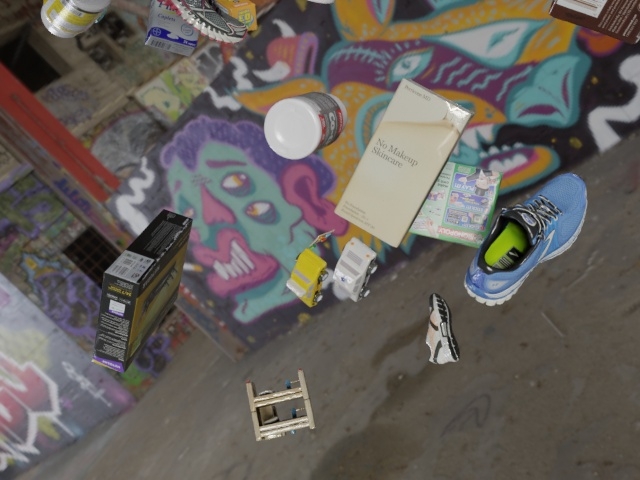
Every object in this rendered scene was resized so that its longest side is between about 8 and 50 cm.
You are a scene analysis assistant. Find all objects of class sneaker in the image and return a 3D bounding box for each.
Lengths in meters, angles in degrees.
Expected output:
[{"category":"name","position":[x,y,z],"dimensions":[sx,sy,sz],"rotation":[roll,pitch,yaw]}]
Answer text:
[{"category":"sneaker","position":[0.415,-0.018,1.339],"dimensions":[0.330,0.129,0.147],"rotation":[-45,-24,-17]},{"category":"sneaker","position":[-0.286,-0.554,1.550],"dimensions":[0.112,0.299,0.121],"rotation":[-48,31,18]},{"category":"sneaker","position":[0.169,0.128,0.999],"dimensions":[0.043,0.040,0.109],"rotation":[-28,52,33]}]

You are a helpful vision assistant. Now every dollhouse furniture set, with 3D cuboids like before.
[{"category":"dollhouse furniture set","position":[-0.083,0.373,1.553],"dimensions":[0.129,0.129,0.184],"rotation":[-13,-15,-1]}]

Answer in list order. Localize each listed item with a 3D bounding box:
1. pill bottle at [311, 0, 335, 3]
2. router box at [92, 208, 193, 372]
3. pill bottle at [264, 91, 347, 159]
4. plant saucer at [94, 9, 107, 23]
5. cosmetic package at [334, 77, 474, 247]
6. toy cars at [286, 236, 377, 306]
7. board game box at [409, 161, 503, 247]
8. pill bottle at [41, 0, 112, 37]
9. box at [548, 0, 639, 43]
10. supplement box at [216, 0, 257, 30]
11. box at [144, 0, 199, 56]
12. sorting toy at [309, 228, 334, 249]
[{"category":"pill bottle","position":[0.005,-0.559,1.390],"dimensions":[0.078,0.078,0.137],"rotation":[-59,-17,-57]},{"category":"router box","position":[-0.394,0.105,1.542],"dimensions":[0.309,0.080,0.243],"rotation":[-67,-4,-60]},{"category":"pill bottle","position":[-0.029,-0.327,1.905],"dimensions":[0.161,0.161,0.283],"rotation":[-39,1,27]},{"category":"plant saucer","position":[-0.606,-0.645,1.848],"dimensions":[0.119,0.021,0.119],"rotation":[25,-90,-85]},{"category":"cosmetic package","position":[0.172,-0.161,1.425],"dimensions":[0.310,0.160,0.113],"rotation":[-64,-9,18]},{"category":"toy cars","position":[0.014,0.105,1.870],"dimensions":[0.087,0.177,0.393],"rotation":[-34,12,-36]},{"category":"board game box","position":[0.319,-0.114,1.888],"dimensions":[0.046,0.317,0.214],"rotation":[8,-85,-78]},{"category":"pill bottle","position":[-0.559,-0.545,1.564],"dimensions":[0.208,0.119,0.119],"rotation":[-10,34,53]},{"category":"box","position":[0.526,-0.493,1.209],"dimensions":[0.169,0.166,0.203],"rotation":[102,-169,-56]},{"category":"supplement box","position":[-0.259,-0.629,1.835],"dimensions":[0.078,0.233,0.080],"rotation":[-25,-41,-26]},{"category":"box","position":[-0.390,-0.580,1.830],"dimensions":[0.072,0.126,0.137],"rotation":[164,114,-64]},{"category":"sorting toy","position":[0.000,0.000,1.838],"dimensions":[0.062,0.012,0.083],"rotation":[-26,-11,-35]}]
